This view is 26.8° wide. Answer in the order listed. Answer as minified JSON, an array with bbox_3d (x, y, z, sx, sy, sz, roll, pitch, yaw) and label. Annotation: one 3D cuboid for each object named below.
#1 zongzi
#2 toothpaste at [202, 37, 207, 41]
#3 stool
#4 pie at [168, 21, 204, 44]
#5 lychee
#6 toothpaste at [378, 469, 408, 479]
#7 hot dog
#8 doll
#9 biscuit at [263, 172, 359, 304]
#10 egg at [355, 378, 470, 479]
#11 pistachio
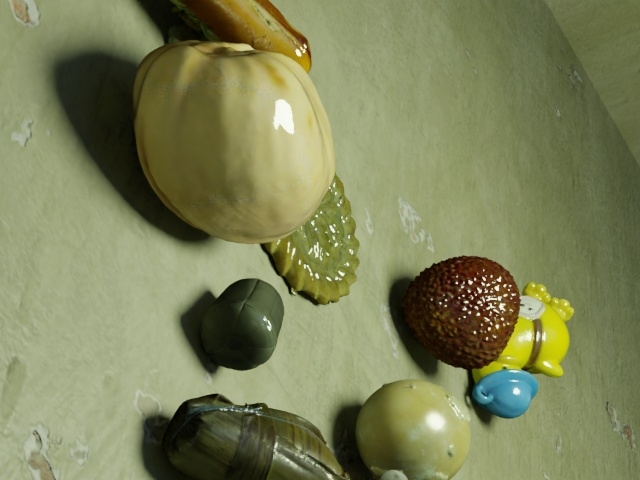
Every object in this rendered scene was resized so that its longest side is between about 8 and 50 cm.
[{"bbox_3d":[-0.090,0.228,1.599,0.221,0.112,0.242,31,10,-21],"label":"zongzi"},{"bbox_3d":[-0.113,-0.216,1.882,0.056,0.058,0.314,-26,93,-23],"label":"toothpaste"},{"bbox_3d":[-0.094,0.101,1.660,0.096,0.096,0.110,63,22,-16],"label":"stool"},{"bbox_3d":[-0.177,-0.256,1.817,0.084,0.020,0.084,42,36,-41],"label":"pie"},{"bbox_3d":[0.228,0.110,2.170,0.194,0.194,0.194,42,38,-45],"label":"lychee"},{"bbox_3d":[0.119,0.397,1.838,0.099,0.068,0.282,-58,152,-29],"label":"toothpaste"},{"bbox_3d":[-0.137,-0.314,1.782,0.337,0.100,0.135,43,1,-18],"label":"hot dog"},{"bbox_3d":[0.347,0.193,2.421,0.199,0.145,0.363,32,37,11],"label":"doll"},{"bbox_3d":[0.000,0.000,1.966,0.187,0.036,0.273,65,27,-11],"label":"biscuit"},{"bbox_3d":[0.132,0.278,1.899,0.201,0.164,0.164,30,47,-61],"label":"egg"},{"bbox_3d":[-0.105,-0.125,1.652,0.238,0.229,0.321,-56,142,-9],"label":"pistachio"}]
